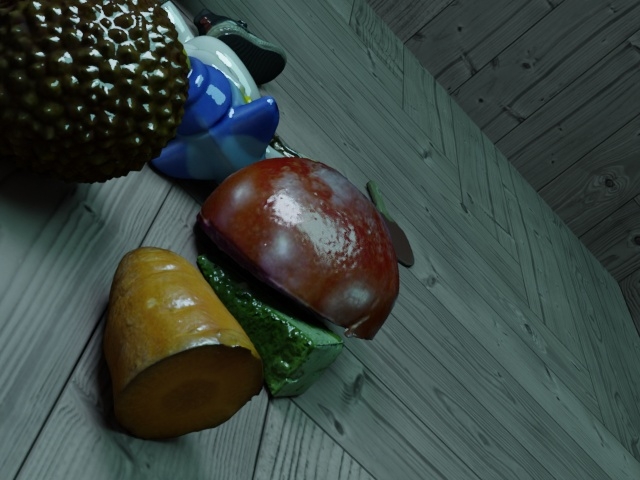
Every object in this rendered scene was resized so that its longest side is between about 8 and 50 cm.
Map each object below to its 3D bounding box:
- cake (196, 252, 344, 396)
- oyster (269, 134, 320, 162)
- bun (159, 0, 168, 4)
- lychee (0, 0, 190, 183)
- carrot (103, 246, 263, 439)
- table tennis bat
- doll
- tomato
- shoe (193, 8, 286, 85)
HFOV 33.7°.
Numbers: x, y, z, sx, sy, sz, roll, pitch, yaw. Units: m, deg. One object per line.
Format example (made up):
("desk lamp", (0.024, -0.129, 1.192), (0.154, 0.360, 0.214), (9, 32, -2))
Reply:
("cake", (-0.088, 0.112, 1.430), (0.235, 0.099, 0.100), (37, 13, 27))
("oyster", (-0.096, -0.180, 1.838), (0.345, 0.078, 0.128), (45, -2, 5))
("bun", (-0.340, -0.440, 1.517), (0.360, 0.211, 0.359), (5, 43, -5))
("lychee", (-0.289, -0.188, 1.219), (0.267, 0.267, 0.267), (43, 21, -21))
("carrot", (-0.161, 0.086, 1.137), (0.159, 0.159, 0.225), (32, 24, -42))
("table tennis bat", (0.137, -0.039, 2.202), (0.131, 0.022, 0.234), (32, 29, -41))
("doll", (-0.176, -0.196, 1.606), (0.376, 0.187, 0.365), (35, 12, -10))
("tomato", (0.006, -0.001, 1.514), (0.335, 0.176, 0.289), (34, 9, -32))
("shoe", (-0.159, -0.385, 2.068), (0.112, 0.099, 0.227), (53, 19, 28))
